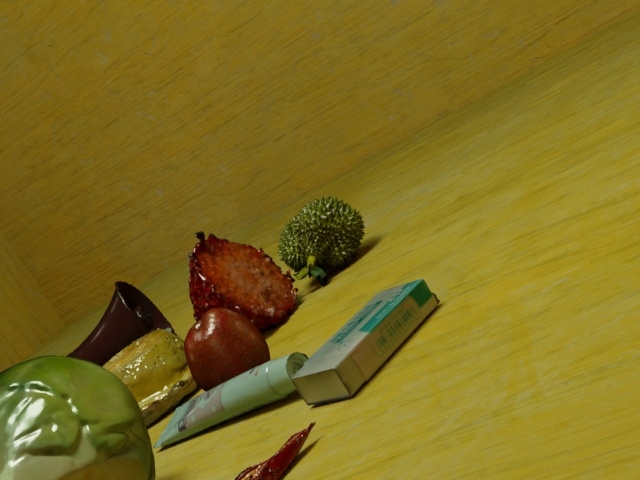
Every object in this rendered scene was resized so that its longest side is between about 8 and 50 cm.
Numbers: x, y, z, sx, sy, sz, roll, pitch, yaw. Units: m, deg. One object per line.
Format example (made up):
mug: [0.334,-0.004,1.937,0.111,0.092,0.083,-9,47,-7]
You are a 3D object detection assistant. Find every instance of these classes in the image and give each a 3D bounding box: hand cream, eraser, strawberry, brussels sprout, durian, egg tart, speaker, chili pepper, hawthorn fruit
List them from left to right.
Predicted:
brussels sprout: [-0.359,0.306,1.396,0.344,0.268,0.344,-33,30,22]
speaker: [-0.472,0.288,2.364,0.329,0.198,0.259,-47,49,0]
egg tart: [-0.323,0.256,1.962,0.288,0.118,0.288,-29,13,7]
hawthorn fruit: [-0.154,0.176,1.701,0.132,0.138,0.133,-33,12,8]
strawberry: [-0.180,0.112,2.023,0.178,0.234,0.234,-54,-2,27]
hand cream: [-0.134,0.240,1.584,0.331,0.058,0.085,-31,24,42]
chili pepper: [-0.064,0.269,1.239,0.178,0.027,0.045,-40,15,-36]
durian: [-0.006,-0.004,2.128,0.198,0.146,0.159,-37,9,-23]
eraser: [0.064,0.134,1.445,0.095,0.052,0.225,-21,15,47]
